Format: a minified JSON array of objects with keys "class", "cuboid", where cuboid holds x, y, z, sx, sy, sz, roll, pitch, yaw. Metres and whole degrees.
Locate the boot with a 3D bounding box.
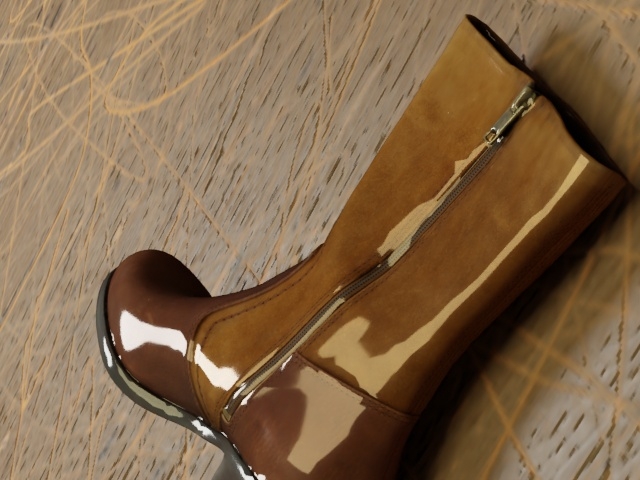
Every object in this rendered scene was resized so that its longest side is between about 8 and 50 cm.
[{"class":"boot","cuboid":[0.000,0.000,0.722,0.280,0.096,0.264,-58,35,17]}]
